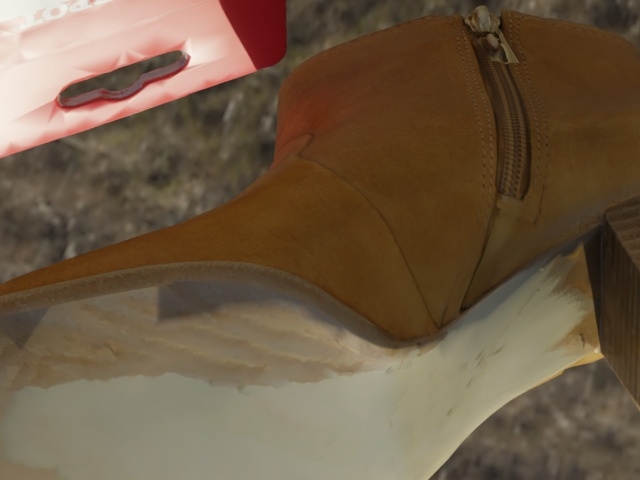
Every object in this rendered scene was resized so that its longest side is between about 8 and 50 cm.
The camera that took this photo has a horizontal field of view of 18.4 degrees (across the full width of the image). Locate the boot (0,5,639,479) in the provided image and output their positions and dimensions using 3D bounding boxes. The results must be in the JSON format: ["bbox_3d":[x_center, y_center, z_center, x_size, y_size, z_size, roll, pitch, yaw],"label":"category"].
[{"bbox_3d":[0.001,-0.001,0.658,0.295,0.211,0.104,-5,121,-12],"label":"boot"}]

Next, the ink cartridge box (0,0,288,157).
[{"bbox_3d":[-0.082,-0.135,0.622,0.134,0.078,0.231,-20,147,-13],"label":"ink cartridge box"}]
